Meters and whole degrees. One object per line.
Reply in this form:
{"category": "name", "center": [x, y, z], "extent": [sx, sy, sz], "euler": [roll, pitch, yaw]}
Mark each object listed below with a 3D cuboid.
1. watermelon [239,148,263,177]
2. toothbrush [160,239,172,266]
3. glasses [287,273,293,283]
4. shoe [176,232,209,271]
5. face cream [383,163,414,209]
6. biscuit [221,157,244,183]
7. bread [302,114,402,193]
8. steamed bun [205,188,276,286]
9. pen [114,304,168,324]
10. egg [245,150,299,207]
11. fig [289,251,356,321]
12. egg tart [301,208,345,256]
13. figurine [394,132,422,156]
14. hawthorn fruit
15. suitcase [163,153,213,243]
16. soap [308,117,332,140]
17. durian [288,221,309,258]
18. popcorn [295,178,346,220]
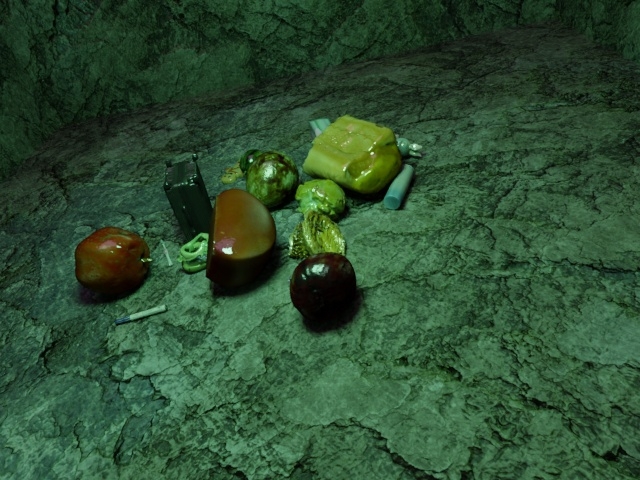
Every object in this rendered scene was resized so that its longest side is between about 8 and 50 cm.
{"category": "watermelon", "center": [-0.364, -0.394, 2.218], "extent": [0.141, 0.140, 0.187], "euler": [10, 48, 27]}
{"category": "toothbrush", "center": [-0.689, 0.056, 1.891], "extent": [0.017, 0.022, 0.204], "euler": [-29, 45, -12]}
{"category": "glasses", "center": [-0.049, 0.131, 1.600], "extent": [0.140, 0.062, 0.103], "euler": [-5, 19, 12]}
{"category": "shoe", "center": [-0.467, 0.041, 1.775], "extent": [0.262, 0.128, 0.140], "euler": [-30, 56, -14]}
{"category": "face cream", "center": [0.348, -0.239, 1.864], "extent": [0.077, 0.077, 0.250], "euler": [7, 43, 25]}
{"category": "biscuit", "center": [-0.455, -0.384, 2.322], "extent": [0.153, 0.030, 0.234], "euler": [15, 48, 33]}
{"category": "bread", "center": [0.164, -0.358, 1.929], "extent": [0.361, 0.250, 0.394], "euler": [-46, 48, -14]}
{"category": "steamed bun", "center": [-0.303, -0.011, 1.649], "extent": [0.249, 0.235, 0.379], "euler": [9, 44, -18]}
{"category": "pen", "center": [-0.686, 0.285, 1.619], "extent": [0.204, 0.025, 0.025], "euler": [-16, 40, -1]}
{"category": "egg", "center": [-0.231, -0.281, 1.971], "extent": [0.239, 0.238, 0.289], "euler": [14, 56, 30]}
{"category": "fig", "center": [0.013, 0.142, 1.418], "extent": [0.224, 0.223, 0.263], "euler": [15, 44, 31]}
{"category": "egg tart", "center": [0.000, 0.000, 1.638], "extent": [0.098, 0.232, 0.252], "euler": [-34, 63, 33]}
{"category": "figurine", "center": [0.370, -0.456, 2.077], "extent": [0.155, 0.127, 0.236], "euler": [-20, 39, -35]}
{"category": "hawthorn fruit", "center": [-0.832, 0.081, 1.727], "extent": [0.300, 0.275, 0.275], "euler": [3, 42, 4]}
{"category": "suitcase", "center": [-0.569, -0.176, 1.878], "extent": [0.152, 0.334, 0.229], "euler": [-14, 39, -6]}
{"category": "soap", "center": [0.024, -0.526, 2.209], "extent": [0.109, 0.192, 0.323], "euler": [-16, 39, -2]}
{"category": "durian", "center": [-0.080, -0.024, 1.746], "extent": [0.141, 0.078, 0.224], "euler": [-15, 42, -1]}
{"category": "popcorn", "center": [0.003, -0.177, 1.825], "extent": [0.204, 0.183, 0.221], "euler": [-9, 25, -43]}
